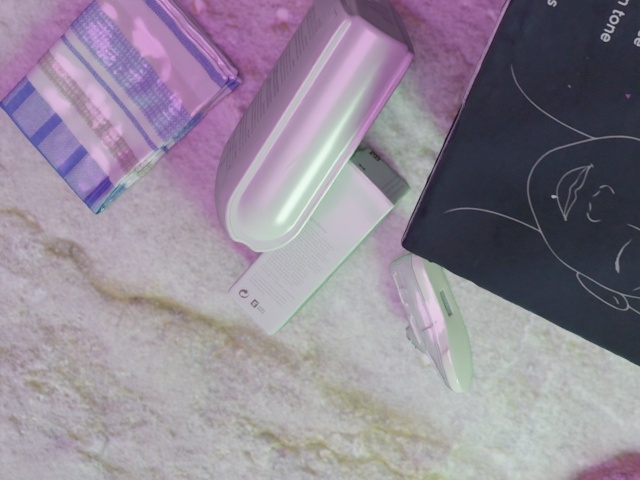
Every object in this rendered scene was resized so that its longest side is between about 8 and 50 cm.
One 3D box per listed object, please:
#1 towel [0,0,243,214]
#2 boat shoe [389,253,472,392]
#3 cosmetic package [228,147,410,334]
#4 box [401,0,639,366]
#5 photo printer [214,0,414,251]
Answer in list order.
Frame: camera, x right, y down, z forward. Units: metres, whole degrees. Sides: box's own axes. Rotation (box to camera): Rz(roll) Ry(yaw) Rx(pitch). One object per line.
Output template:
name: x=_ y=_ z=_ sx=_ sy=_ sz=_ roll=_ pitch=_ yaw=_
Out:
towel: x=-0.261 y=-0.193 z=1.644 sx=0.285 sy=0.034 sz=0.209 roll=-41 pitch=89 yaw=19
boat shoe: x=0.134 y=0.104 z=1.589 sx=0.063 sy=0.066 sz=0.184 roll=-17 pitch=99 yaw=31
cosmetic package: x=0.000 y=0.000 z=1.573 sx=0.085 sy=0.117 sz=0.231 roll=45 pitch=110 yaw=2
box: x=0.408 y=-0.127 z=1.303 sx=0.471 sy=0.297 sz=0.480 roll=28 pitch=120 yaw=9
photo printer: x=-0.019 y=-0.140 z=1.478 sx=0.107 sy=0.256 sz=0.307 roll=29 pitch=108 yaw=-14
